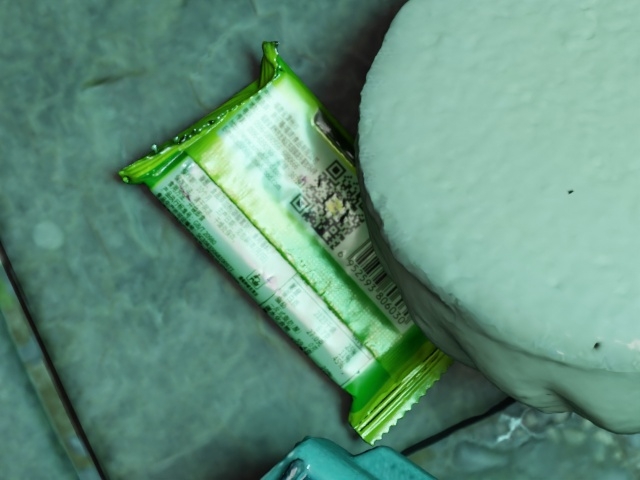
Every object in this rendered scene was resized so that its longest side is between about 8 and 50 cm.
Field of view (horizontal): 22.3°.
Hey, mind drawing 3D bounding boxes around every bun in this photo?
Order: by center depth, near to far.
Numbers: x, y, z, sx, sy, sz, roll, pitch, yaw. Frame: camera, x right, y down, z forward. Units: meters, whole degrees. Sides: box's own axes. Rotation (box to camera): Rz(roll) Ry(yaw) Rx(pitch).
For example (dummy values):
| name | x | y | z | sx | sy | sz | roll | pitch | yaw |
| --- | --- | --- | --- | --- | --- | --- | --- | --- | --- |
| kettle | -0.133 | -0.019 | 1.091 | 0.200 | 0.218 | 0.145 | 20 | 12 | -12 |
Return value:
| name | x | y | z | sx | sy | sz | roll | pitch | yaw |
| --- | --- | --- | --- | --- | --- | --- | --- | --- | --- |
| bun | 0.150 | -0.009 | 0.732 | 0.263 | 0.175 | 0.263 | -5 | 51 | 6 |

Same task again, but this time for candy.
| name | x | y | z | sx | sy | sz | roll | pitch | yaw |
| --- | --- | --- | --- | --- | --- | --- | --- | --- | --- |
| candy | 0.000 | 0.000 | 0.774 | 0.102 | 0.032 | 0.178 | -44 | 96 | -3 |

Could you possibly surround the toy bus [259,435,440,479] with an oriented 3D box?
| name | x | y | z | sx | sy | sz | roll | pitch | yaw |
| --- | --- | --- | --- | --- | --- | --- | --- | --- | --- |
| toy bus | 0.057 | 0.196 | 0.698 | 0.256 | 0.128 | 0.147 | 34 | 85 | 14 |
